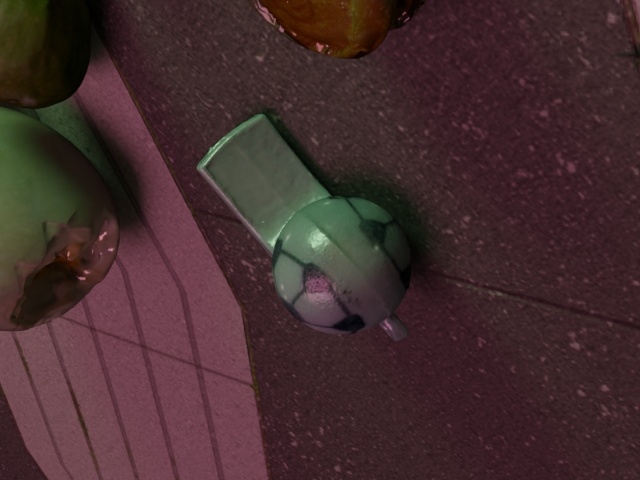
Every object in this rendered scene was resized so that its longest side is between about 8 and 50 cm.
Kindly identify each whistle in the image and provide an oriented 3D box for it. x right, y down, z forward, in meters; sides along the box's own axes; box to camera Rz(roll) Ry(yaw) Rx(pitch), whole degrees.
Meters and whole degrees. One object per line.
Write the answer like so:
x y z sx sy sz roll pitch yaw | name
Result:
0.000 0.000 1.262 0.289 0.163 0.163 49 144 -13 | whistle

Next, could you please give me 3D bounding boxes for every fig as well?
-0.338 -0.245 1.309 0.167 0.167 0.233 35 153 9 | fig

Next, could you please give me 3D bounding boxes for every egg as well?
-0.438 -0.040 1.523 0.336 0.278 0.278 33 145 20 | egg

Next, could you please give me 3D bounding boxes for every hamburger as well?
0.011 -0.249 1.029 0.177 0.113 0.185 39 153 -6 | hamburger
